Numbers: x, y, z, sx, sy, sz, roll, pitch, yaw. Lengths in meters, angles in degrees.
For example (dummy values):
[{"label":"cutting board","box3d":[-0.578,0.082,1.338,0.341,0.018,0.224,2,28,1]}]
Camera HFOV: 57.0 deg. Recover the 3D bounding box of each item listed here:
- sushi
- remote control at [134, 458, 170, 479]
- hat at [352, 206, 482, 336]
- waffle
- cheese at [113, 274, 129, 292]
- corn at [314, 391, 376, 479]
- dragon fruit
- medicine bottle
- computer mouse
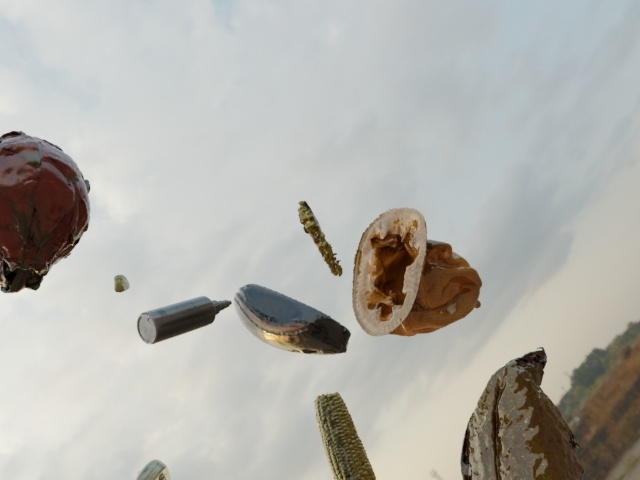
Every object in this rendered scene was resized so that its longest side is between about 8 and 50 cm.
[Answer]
[{"label":"sushi","box3d":[0.247,0.277,0.729,0.140,0.287,0.149,25,-48,-28]},{"label":"remote control","box3d":[-0.335,0.481,1.165,0.078,0.042,0.221,-56,-6,-29]},{"label":"hat","box3d":[0.209,0.085,1.106,0.233,0.244,0.234,22,-82,-26]},{"label":"waffle","box3d":[0.000,0.000,1.797,0.051,0.229,0.232,-31,-54,0]},{"label":"cheese","box3d":[-0.480,0.102,1.418,0.030,0.044,0.083,-8,3,-7]},{"label":"corn","box3d":[0.062,0.575,1.627,0.115,0.318,0.115,-18,-27,-10]},{"label":"dragon fruit","box3d":[-0.540,-0.051,1.066,0.244,0.299,0.244,-7,-13,-2]},{"label":"medicine bottle","box3d":[-0.231,0.133,1.057,0.199,0.057,0.058,-14,-45,-54]},{"label":"computer mouse","box3d":[-0.079,0.201,1.391,0.183,0.323,0.116,42,-109,-52]}]
